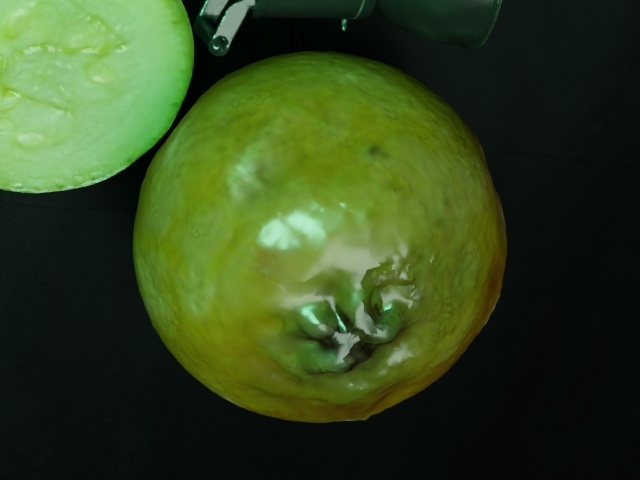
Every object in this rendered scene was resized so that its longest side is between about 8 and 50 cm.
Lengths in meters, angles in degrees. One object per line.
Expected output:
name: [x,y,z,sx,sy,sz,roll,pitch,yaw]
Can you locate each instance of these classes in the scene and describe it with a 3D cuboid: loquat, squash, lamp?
loquat: [0.000,0.000,1.292,0.329,0.328,0.328,-12,131,-15]
squash: [-0.228,-0.144,1.245,0.252,0.049,0.252,-12,130,-14]
lamp: [0.020,-0.236,1.234,0.227,0.147,0.172,0,111,-16]
